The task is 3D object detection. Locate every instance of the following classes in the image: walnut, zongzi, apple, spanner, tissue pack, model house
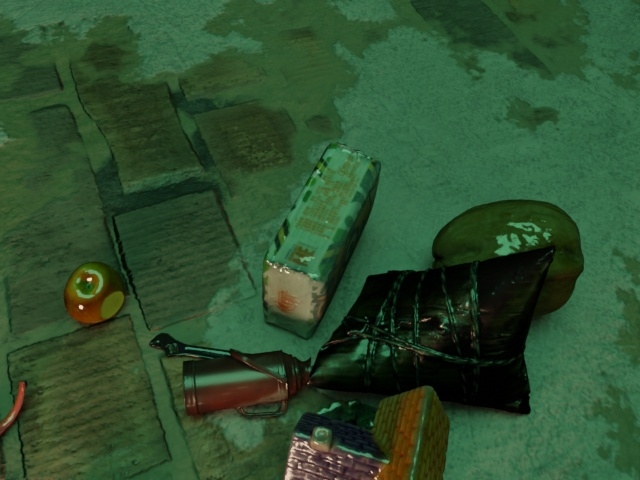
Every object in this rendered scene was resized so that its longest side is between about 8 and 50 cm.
[{"bbox_3d":[0.356,0.035,1.137,0.283,0.283,0.227,-2,95,-6],"label":"walnut"},{"bbox_3d":[0.217,0.123,0.992,0.384,0.362,0.319,16,36,9],"label":"zongzi"},{"bbox_3d":[-0.428,0.096,1.110,0.099,0.102,0.114,32,59,16],"label":"apple"},{"bbox_3d":[-0.216,0.207,1.101,0.209,0.012,0.046,9,53,2],"label":"spanner"},{"bbox_3d":[0.000,0.000,1.133,0.128,0.228,0.310,21,55,9],"label":"tissue pack"},{"bbox_3d":[0.079,0.320,0.904,0.237,0.237,0.202,19,57,9],"label":"model house"}]

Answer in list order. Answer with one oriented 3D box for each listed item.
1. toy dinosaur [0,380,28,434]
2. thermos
[{"bbox_3d":[-0.594,0.353,0.952,0.139,0.070,0.286,-1,49,22],"label":"toy dinosaur"},{"bbox_3d":[-0.118,0.247,1.034,0.232,0.099,0.124,-4,86,-9],"label":"thermos"}]
